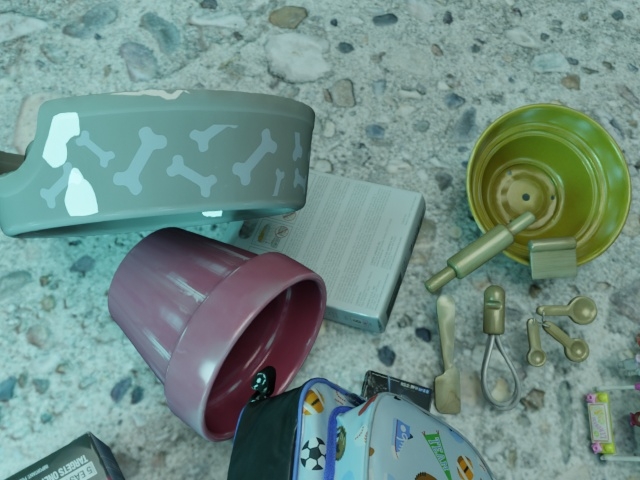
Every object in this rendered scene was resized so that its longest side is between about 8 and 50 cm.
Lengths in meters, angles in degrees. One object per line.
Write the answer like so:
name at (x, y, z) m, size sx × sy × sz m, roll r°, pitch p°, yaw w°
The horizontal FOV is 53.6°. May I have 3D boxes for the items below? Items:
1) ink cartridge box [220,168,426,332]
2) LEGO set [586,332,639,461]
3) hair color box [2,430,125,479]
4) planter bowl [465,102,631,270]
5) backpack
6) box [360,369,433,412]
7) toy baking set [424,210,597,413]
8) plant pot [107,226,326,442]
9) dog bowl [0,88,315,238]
ink cartridge box at (0.000, 0.000, 0.823) m, size 0.232 × 0.066 × 0.189 m, roll 12°, pitch 62°, yaw 21°
LEGO set at (0.403, 0.182, 0.778) m, size 0.132 × 0.107 × 0.287 m, roll 39°, pitch 54°, yaw -28°
hair color box at (-0.202, 0.388, 0.559) m, size 0.185 × 0.114 × 0.375 m, roll -28°, pitch 72°, yaw -20°
planter bowl at (0.290, -0.065, 0.849) m, size 0.217 × 0.090 × 0.217 m, roll 0°, pitch 84°, yaw -3°
backpack at (0.051, 0.270, 0.573) m, size 0.263 × 0.213 × 0.277 m, roll 37°, pitch 49°, yaw -34°
box at (0.086, 0.197, 0.746) m, size 0.083 × 0.018 × 0.067 m, roll 18°, pitch 63°, yaw 0°
toy baking set at (0.223, 0.090, 0.765) m, size 0.256 × 0.030 × 0.197 m, roll -29°, pitch 86°, yaw -6°
plant pot at (-0.121, 0.081, 0.686) m, size 0.180 × 0.201 × 0.201 m, roll 31°, pitch 63°, yaw 23°
dog bowl at (-0.171, -0.067, 0.668) m, size 0.348 × 0.349 × 0.102 m, roll -7°, pitch 91°, yaw -12°
